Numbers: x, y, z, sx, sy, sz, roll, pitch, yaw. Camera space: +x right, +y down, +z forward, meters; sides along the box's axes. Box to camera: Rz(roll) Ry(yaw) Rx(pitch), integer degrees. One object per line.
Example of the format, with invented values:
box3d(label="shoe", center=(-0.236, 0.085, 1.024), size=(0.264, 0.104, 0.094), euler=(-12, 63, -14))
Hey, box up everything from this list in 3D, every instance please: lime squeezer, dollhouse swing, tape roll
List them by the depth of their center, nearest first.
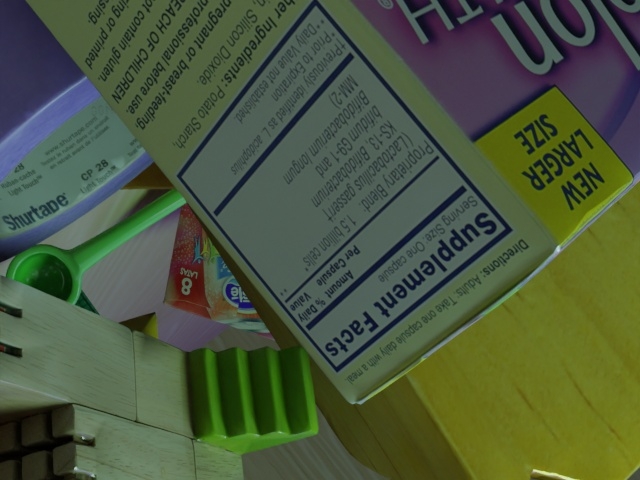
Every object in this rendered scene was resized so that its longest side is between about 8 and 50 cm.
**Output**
box3d(label="tape roll", center=(-0.128, -0.071, 0.542), size=(0.189, 0.080, 0.189), euler=(-38, 175, -4))
box3d(label="dollhouse swing", center=(0.081, -0.025, 0.772), size=(0.347, 0.315, 0.305), euler=(-35, -175, -28))
box3d(label="lime squeezer", center=(-0.210, 0.038, 0.905), size=(0.110, 0.058, 0.310), euler=(-10, 164, -48))

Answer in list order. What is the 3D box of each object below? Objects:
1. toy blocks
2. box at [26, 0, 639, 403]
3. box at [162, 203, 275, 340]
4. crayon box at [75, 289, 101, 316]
box3d(label="toy blocks", center=(-0.228, 0.115, 0.577), size=(0.382, 0.190, 0.261), euler=(-18, 154, 23))
box3d(label="box", center=(0.027, -0.102, 0.453), size=(0.213, 0.243, 0.117), euler=(-33, 173, -44))
box3d(label="box", center=(0.000, 0.000, 1.116), size=(0.300, 0.142, 0.154), euler=(-4, 108, -63))
box3d(label="crayon box", center=(-0.329, 0.165, 1.076), size=(0.278, 0.081, 0.165), euler=(-37, -179, -28))
